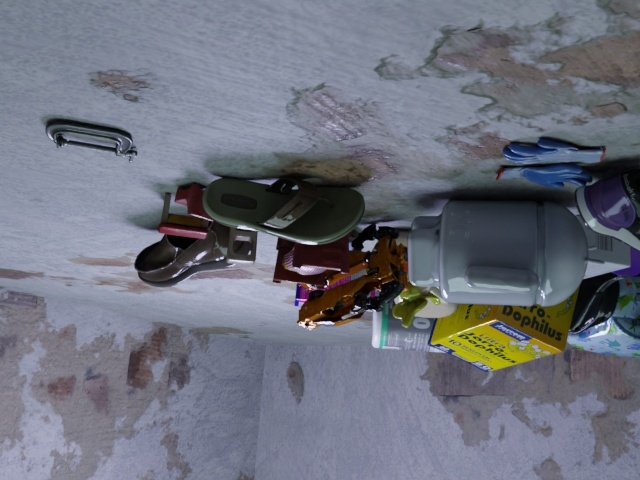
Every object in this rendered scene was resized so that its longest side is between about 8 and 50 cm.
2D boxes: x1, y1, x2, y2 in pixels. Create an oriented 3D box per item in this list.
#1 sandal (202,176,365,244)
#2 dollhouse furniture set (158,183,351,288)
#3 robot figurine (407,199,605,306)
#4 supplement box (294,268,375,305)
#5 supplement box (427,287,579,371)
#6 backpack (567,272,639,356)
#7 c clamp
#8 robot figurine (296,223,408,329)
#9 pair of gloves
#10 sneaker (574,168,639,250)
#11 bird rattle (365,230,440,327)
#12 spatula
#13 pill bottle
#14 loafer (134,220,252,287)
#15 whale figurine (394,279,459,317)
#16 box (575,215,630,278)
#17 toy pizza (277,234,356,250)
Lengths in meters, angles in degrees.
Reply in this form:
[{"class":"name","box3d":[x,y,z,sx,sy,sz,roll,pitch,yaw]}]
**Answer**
[{"class":"sandal","box3d":[-0.069,-0.066,1.452,0.303,0.120,0.086,5,152,-1]},{"class":"dollhouse furniture set","box3d":[-0.140,-0.009,1.606,0.375,0.152,0.201,7,166,-11]},{"class":"robot figurine","box3d":[0.345,0.023,1.492,0.354,0.199,0.300,1,-154,12]},{"class":"supplement box","box3d":[0.042,0.131,2.206,0.220,0.113,0.111,6,165,-2]},{"class":"supplement box","box3d":[0.454,0.188,1.993,0.194,0.195,0.356,25,156,-10]},{"class":"backpack","box3d":[0.782,0.185,1.997,0.356,0.273,0.290,-3,164,-21]},{"class":"c clamp","box3d":[-0.383,-0.163,1.328,0.161,0.022,0.137,10,165,-24]},{"class":"robot figurine","box3d":[0.075,0.086,1.731,0.291,0.211,0.085,-23,142,30]},{"class":"pair of gloves","box3d":[0.370,-0.121,1.276,0.160,0.023,0.198,2,167,6]},{"class":"sneaker","box3d":[0.562,-0.053,1.335,0.283,0.107,0.124,7,153,-42]},{"class":"bird rattle","box3d":[0.210,0.065,1.776,0.207,0.143,0.253,31,131,8]},{"class":"spatula","box3d":[0.644,0.107,1.771,0.084,0.030,0.296,6,133,-22]},{"class":"pill bottle","box3d":[0.335,0.226,2.311,0.362,0.204,0.204,3,166,2]},{"class":"loafer","box3d":[-0.314,0.005,1.832,0.366,0.133,0.130,-18,129,35]},{"class":"whale figurine","box3d":[0.251,0.078,1.960,0.216,0.141,0.272,-5,139,33]},{"class":"box","box3d":[0.538,0.019,1.645,0.130,0.090,0.170,9,165,-19]},{"class":"toy pizza","box3d":[0.000,0.000,1.853,0.202,0.032,0.201,5,166,1]}]
